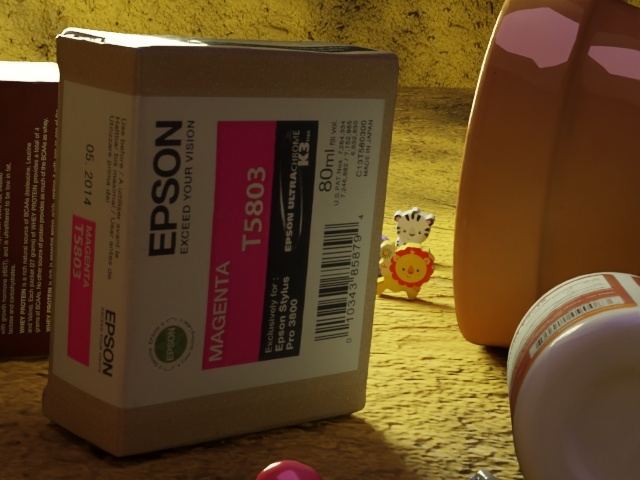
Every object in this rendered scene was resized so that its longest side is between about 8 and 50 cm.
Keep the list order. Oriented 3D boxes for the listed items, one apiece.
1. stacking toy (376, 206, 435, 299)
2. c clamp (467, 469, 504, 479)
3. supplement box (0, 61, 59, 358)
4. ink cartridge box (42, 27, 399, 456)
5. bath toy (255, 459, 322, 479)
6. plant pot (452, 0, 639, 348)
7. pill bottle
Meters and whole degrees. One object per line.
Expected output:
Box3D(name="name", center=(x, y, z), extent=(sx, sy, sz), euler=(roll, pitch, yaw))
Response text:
Box3D(name="stacking toy", center=(0.000, 0.000, 1.234), extent=(0.221, 0.052, 0.167), euler=(6, 12, 7))
Box3D(name="c clamp", center=(0.091, 0.148, 0.670), extent=(0.137, 0.022, 0.160), euler=(4, 12, -10))
Box3D(name="supplement box", center=(-0.263, -0.026, 0.908), extent=(0.194, 0.191, 0.129), euler=(-2, 14, -27))
Box3D(name="ink cartridge box", center=(-0.058, -0.004, 0.798), extent=(0.193, 0.234, 0.088), euler=(-6, 16, -40))
Box3D(name="bath toy", center=(0.096, 0.131, 0.383), extent=(0.348, 0.129, 0.151), euler=(10, 20, -15))
Box3D(name="plant pot", center=(0.236, -0.047, 0.995), extent=(0.203, 0.291, 0.291), euler=(10, 13, 18))
Box3D(name="pill bottle", center=(0.164, 0.082, 0.734), extent=(0.121, 0.121, 0.216), euler=(7, 6, 7))
